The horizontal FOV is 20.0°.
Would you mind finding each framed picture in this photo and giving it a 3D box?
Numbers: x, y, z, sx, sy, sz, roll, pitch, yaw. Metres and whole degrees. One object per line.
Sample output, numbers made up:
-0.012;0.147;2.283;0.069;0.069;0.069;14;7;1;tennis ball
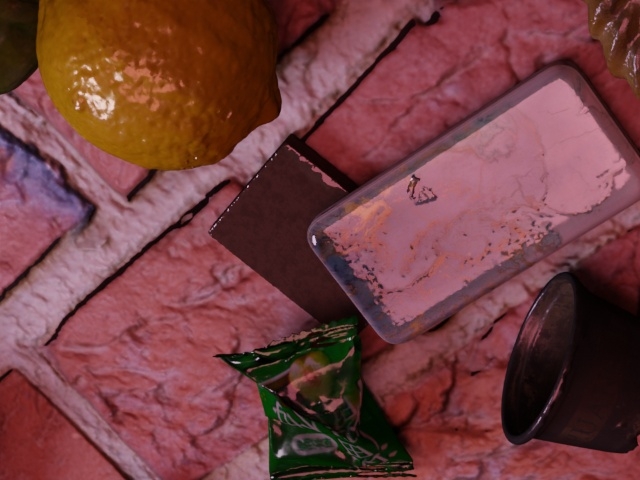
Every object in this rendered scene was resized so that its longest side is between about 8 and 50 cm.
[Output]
0.000;0.000;1.656;0.168;0.023;0.128;38;120;-7;framed picture

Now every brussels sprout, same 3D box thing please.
-0.317;-0.203;1.570;0.183;0.131;0.145;30;115;-7;brussels sprout

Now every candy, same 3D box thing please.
0.000;0.155;1.708;0.141;0.078;0.203;2;132;26;candy

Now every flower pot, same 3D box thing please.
0.236;0.117;1.592;0.106;0.157;0.157;18;121;-12;flower pot

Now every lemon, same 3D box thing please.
-0.136;-0.158;1.511;0.231;0.192;0.192;32;120;-11;lemon

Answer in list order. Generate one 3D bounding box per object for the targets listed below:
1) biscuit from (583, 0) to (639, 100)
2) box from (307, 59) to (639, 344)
0.307;-0.189;1.469;0.187;0.036;0.273;-31;105;26;biscuit
0.135;-0.030;1.579;0.285;0.044;0.142;-33;105;20;box
